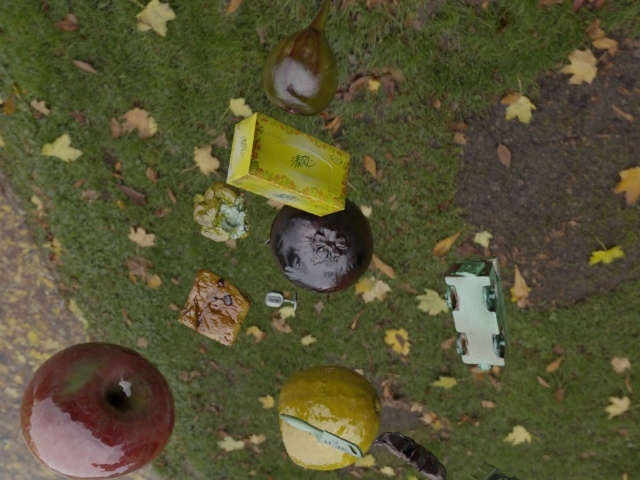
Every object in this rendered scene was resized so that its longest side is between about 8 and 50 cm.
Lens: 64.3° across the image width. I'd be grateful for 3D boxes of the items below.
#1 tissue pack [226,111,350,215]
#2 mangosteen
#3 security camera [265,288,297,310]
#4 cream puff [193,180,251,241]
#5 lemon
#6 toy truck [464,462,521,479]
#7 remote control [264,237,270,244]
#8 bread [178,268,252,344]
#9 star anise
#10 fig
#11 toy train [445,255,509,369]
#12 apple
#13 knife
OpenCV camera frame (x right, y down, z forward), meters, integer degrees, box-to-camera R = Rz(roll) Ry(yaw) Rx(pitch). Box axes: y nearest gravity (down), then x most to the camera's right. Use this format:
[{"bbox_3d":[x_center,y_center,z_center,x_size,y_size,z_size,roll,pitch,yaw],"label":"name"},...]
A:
[{"bbox_3d":[-0.042,-0.108,0.751,0.176,0.095,0.062,18,161,-37],"label":"tissue pack"},{"bbox_3d":[-0.003,0.006,1.442,0.297,0.297,0.293,41,159,-20],"label":"mangosteen"},{"bbox_3d":[-0.114,0.172,1.473,0.092,0.058,0.058,3,124,-7],"label":"security camera"},{"bbox_3d":[-0.366,-0.097,1.829,0.194,0.195,0.221,-5,117,9],"label":"cream puff"},{"bbox_3d":[0.051,0.592,1.732,0.364,0.364,0.364,3,124,4],"label":"lemon"},{"bbox_3d":[0.191,0.386,0.702,0.191,0.116,0.085,-30,97,-13],"label":"toy truck"},{"bbox_3d":[-0.156,-0.018,1.743,0.016,0.034,0.091,46,108,-2],"label":"remote control"},{"bbox_3d":[-0.247,0.163,1.223,0.149,0.158,0.143,26,81,-5],"label":"bread"},{"bbox_3d":[0.154,0.356,0.842,0.141,0.042,0.141,31,163,11],"label":"star anise"},{"bbox_3d":[-0.010,-0.318,0.833,0.124,0.124,0.236,23,80,-10],"label":"fig"},{"bbox_3d":[0.421,0.191,1.355,0.129,0.159,0.326,-3,117,32],"label":"toy train"},{"bbox_3d":[-0.530,0.412,1.211,0.344,0.345,0.269,39,121,-19],"label":"apple"},{"bbox_3d":[-0.004,0.539,1.414,0.293,0.020,0.043,7,98,38],"label":"knife"}]
